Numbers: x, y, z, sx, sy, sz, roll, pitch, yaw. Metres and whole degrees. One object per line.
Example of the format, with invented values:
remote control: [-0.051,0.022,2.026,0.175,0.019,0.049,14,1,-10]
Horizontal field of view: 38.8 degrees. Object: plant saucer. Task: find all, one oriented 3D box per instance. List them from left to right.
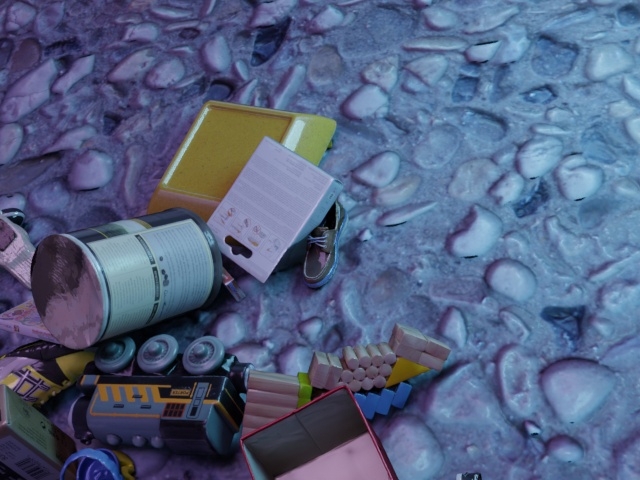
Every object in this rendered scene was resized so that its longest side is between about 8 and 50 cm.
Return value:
plant saucer: [-0.178,-0.161,1.874,0.333,0.081,0.332,12,65,28]

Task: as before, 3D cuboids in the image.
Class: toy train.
toy train: [-0.276,0.268,1.557,0.334,0.142,0.190,-2,47,20]

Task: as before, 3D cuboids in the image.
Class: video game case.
video game case: [-0.465,0.133,1.731,0.206,0.026,0.227,9,22,26]

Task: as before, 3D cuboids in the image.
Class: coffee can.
coffee can: [-0.341,0.061,1.622,0.201,0.201,0.275,24,25,33]

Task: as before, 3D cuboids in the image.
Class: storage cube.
storage cube: [0.019,0.366,1.350,0.184,0.193,0.215,-28,49,0]

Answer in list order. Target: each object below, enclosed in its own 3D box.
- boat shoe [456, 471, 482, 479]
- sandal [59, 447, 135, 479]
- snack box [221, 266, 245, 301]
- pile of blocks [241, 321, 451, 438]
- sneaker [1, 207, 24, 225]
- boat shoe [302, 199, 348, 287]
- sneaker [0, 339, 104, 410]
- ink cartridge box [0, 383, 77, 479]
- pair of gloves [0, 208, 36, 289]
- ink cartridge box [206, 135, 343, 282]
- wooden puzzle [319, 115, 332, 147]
boat shoe: [0.226,0.401,1.342,0.038,0.046,0.125,-14,43,17]
sandal: [-0.350,0.460,1.459,0.126,0.138,0.317,-28,52,-3]
snack box: [-0.208,0.046,1.755,0.022,0.064,0.178,-38,51,-9]
pile of blocks: [0.038,0.241,1.510,0.362,0.149,0.112,-16,8,-2]
sneaker: [-0.729,0.027,1.976,0.235,0.084,0.097,-38,76,-8]
boat shoe: [0.000,0.000,1.708,0.066,0.066,0.183,1,56,22]
sneaker: [-0.549,0.272,1.695,0.385,0.145,0.147,-19,91,-6]
ink cartridge box: [-0.554,0.363,1.542,0.193,0.234,0.088,-25,50,3]
pair of gloves: [-0.709,0.062,1.899,0.240,0.042,0.204,-41,77,-10]
ink cartridge box: [-0.094,-0.057,1.712,0.189,0.066,0.232,34,95,30]
wooden puzzle: [-0.018,-0.226,1.917,0.079,0.014,0.116,-18,51,2]
